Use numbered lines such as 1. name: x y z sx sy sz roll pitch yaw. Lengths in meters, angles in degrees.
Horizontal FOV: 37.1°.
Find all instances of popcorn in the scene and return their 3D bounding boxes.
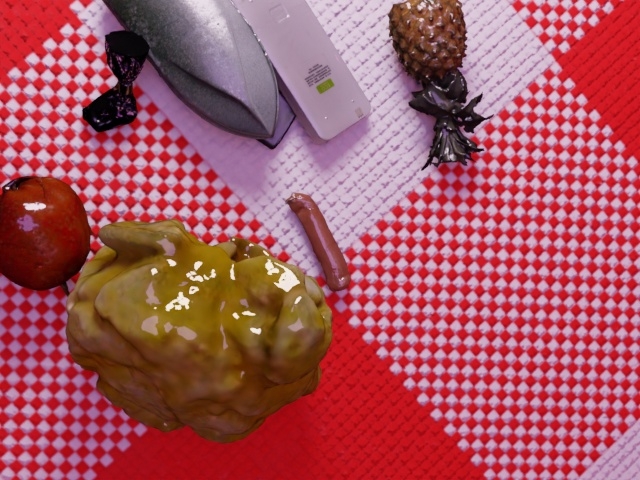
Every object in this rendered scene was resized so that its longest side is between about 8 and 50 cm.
1. popcorn: -0.156 0.121 1.218 0.334 0.292 0.293 3 95 -5

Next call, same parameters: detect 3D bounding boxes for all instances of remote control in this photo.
1. remote control: -0.030 -0.263 1.350 0.103 0.034 0.250 -36 96 -22

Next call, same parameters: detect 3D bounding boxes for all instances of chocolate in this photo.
1. chocolate: -0.271 -0.210 1.284 0.072 0.147 0.070 24 45 -5

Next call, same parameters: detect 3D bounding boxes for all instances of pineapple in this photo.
1. pineapple: 0.174 -0.225 1.359 0.125 0.125 0.251 -14 99 -9

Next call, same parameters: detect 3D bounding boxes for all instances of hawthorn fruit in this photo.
1. hawthorn fruit: -0.370 0.000 1.254 0.148 0.148 0.172 -28 104 -8

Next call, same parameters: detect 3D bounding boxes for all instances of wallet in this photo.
1. wallet: -0.110 -0.202 1.354 0.157 0.018 0.082 34 85 -7

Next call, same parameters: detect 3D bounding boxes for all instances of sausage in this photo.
1. sausage: 0.000 0.000 1.366 0.042 0.036 0.157 -33 97 -42

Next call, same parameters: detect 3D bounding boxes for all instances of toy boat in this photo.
1. toy boat: -0.163 -0.265 1.297 0.141 0.092 0.319 -37 87 -2
